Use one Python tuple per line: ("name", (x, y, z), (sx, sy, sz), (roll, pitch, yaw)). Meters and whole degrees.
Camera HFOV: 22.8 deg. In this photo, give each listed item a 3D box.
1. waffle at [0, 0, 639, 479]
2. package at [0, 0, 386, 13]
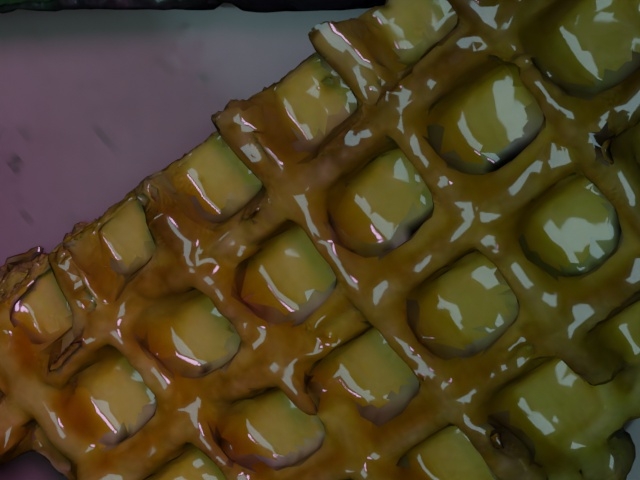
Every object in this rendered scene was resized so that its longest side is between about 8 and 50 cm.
("waffle", (0.000, 0.000, 0.354), (0.192, 0.046, 0.160), (0, 106, 18))
("package", (-0.086, -0.130, 0.357), (0.232, 0.040, 0.166), (4, 106, 13))
